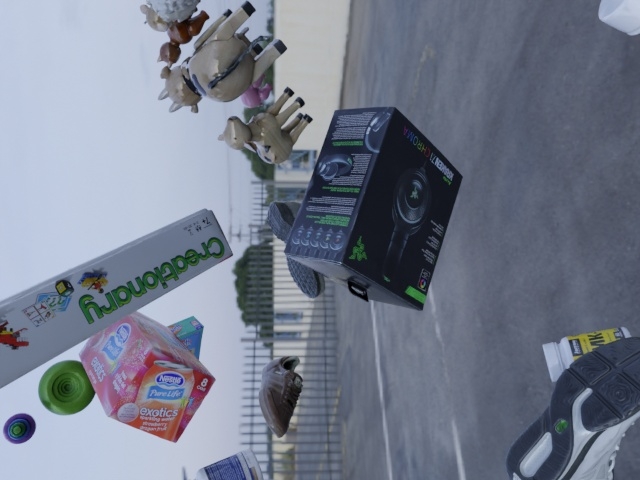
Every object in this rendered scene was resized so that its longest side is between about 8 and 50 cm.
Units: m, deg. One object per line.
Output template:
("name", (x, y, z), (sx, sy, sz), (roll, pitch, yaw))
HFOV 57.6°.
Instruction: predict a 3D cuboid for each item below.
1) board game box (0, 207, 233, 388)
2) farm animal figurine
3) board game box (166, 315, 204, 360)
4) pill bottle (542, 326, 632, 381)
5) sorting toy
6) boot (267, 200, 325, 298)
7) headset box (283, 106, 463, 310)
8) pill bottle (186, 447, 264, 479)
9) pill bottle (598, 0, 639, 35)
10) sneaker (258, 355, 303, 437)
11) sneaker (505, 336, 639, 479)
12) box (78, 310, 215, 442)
("board game box", (-0.237, 0.070, 0.458), (0.305, 0.192, 0.053), (-33, -79, -48))
("farm animal figurine", (-0.161, -0.252, 0.927), (0.172, 0.330, 0.327), (-49, 11, -7))
("board game box", (-0.346, 0.283, 1.292), (0.047, 0.160, 0.210), (37, 128, 31))
("pill bottle", (0.692, 0.299, 1.501), (0.119, 0.208, 0.119), (-14, -90, -74))
("sorting toy", (-0.552, 0.316, 1.322), (0.127, 0.365, 0.126), (50, 153, -5))
("boot", (0.000, 0.000, 1.248), (0.247, 0.161, 0.083), (64, 146, 28))
("headset box", (0.096, -0.039, 0.987), (0.131, 0.246, 0.283), (8, 73, 44))
("pill bottle", (-0.154, 0.378, 0.906), (0.067, 0.120, 0.067), (49, 148, 46))
("pill bottle", (0.405, -0.206, 0.556), (0.136, 0.245, 0.136), (-155, 90, -89))
("sneaker", (-0.067, 0.271, 1.058), (0.066, 0.071, 0.188), (57, -172, -25))
("sneaker", (0.650, 0.430, 1.371), (0.447, 0.257, 0.169), (-49, 40, 9))
("box", (-0.299, 0.211, 0.979), (0.123, 0.128, 0.256), (-57, 33, -7))
